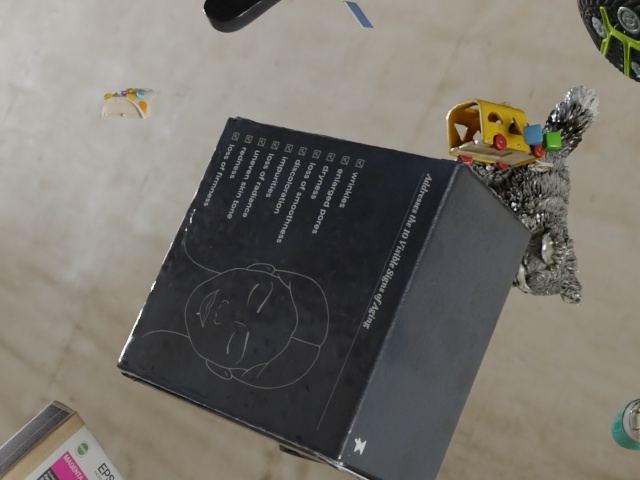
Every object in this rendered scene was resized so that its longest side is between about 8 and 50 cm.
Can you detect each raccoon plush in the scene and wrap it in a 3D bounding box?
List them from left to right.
[{"bbox_3d":[0.437,-0.094,2.080,0.216,0.446,0.299,33,180,-40],"label":"raccoon plush"}]

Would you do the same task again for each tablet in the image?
[{"bbox_3d":[0.061,-0.358,1.790,0.054,0.006,0.083,55,-163,1],"label":"tablet"}]

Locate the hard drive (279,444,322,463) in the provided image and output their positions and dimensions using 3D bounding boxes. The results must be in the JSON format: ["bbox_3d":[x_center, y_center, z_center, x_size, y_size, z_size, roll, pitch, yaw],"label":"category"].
[{"bbox_3d":[0.040,0.406,2.465,0.255,0.172,0.054,8,163,19],"label":"hard drive"}]

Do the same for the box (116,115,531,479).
[{"bbox_3d":[0.006,0.097,1.816,0.472,0.480,0.297,16,167,39],"label":"box"}]

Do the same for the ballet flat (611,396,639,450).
[{"bbox_3d":[0.495,0.251,1.594,0.087,0.083,0.247,12,160,-37],"label":"ballet flat"}]

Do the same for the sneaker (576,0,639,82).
[{"bbox_3d":[0.470,-0.276,1.349,0.385,0.147,0.145,22,148,57],"label":"sneaker"}]

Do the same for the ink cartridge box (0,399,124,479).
[{"bbox_3d":[-0.462,0.434,1.980,0.088,0.193,0.234,11,136,48],"label":"ink cartridge box"}]

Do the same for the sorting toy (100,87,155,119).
[{"bbox_3d":[-0.309,-0.231,1.837,0.083,0.045,0.075,4,-151,22],"label":"sorting toy"}]

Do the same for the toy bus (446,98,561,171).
[{"bbox_3d":[0.318,-0.191,1.984,0.191,0.104,0.202,-4,168,5],"label":"toy bus"}]

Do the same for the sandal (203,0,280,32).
[{"bbox_3d":[-0.058,-0.388,1.582,0.097,0.254,0.054,35,162,34],"label":"sandal"}]
